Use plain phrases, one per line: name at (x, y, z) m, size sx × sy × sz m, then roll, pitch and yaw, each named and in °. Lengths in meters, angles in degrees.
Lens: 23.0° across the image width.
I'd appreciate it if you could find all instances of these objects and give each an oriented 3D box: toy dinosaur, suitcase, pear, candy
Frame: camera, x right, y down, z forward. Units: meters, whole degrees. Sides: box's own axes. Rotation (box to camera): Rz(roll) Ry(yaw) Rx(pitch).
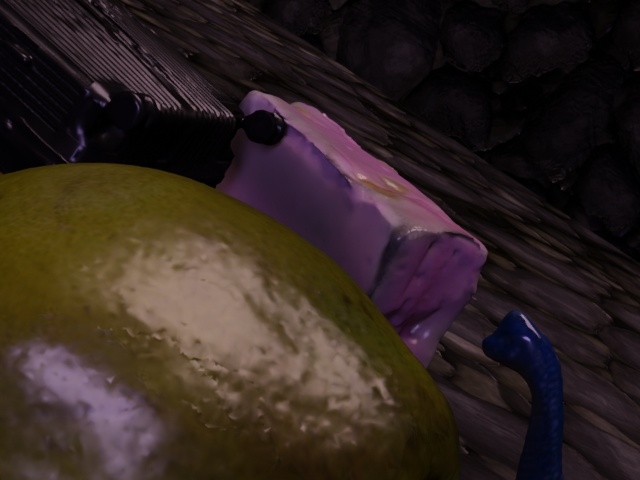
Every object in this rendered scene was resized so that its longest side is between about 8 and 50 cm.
toy dinosaur at (0.154, 0.173, 0.806) m, size 0.248 × 0.188 × 0.075 m, roll 32°, pitch 19°, yaw 8°
suitcase at (-0.228, -0.136, 1.203) m, size 0.335 × 0.152 × 0.229 m, roll 41°, pitch 16°, yaw 18°
pear at (-0.080, 0.073, 0.604) m, size 0.269 × 0.212 × 0.212 m, roll 18°, pitch 8°, yaw 18°
candy at (0.000, 0.000, 1.250) m, size 0.116 × 0.155 × 0.265 m, roll 24°, pitch 12°, yaw -39°

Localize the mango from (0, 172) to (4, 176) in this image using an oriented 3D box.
mango at (-0.217, -0.006, 0.925) m, size 0.103 × 0.076 × 0.161 m, roll -14°, pitch -31°, yaw 30°
